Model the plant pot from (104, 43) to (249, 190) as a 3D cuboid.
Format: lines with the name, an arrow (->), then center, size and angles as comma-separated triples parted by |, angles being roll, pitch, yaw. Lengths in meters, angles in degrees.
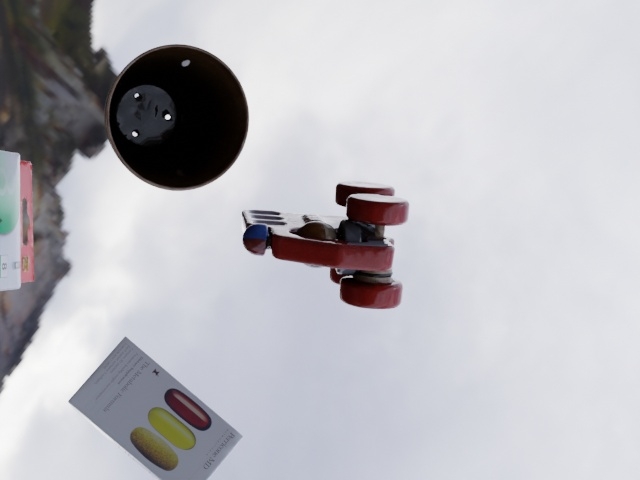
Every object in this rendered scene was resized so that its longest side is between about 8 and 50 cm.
plant pot -> -0.250, -0.193, 1.684 | 0.215, 0.215, 0.230 | -51, -159, -9

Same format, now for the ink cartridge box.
ink cartridge box -> -0.415, -0.025, 1.451 | 0.056, 0.181, 0.225 | 0, -179, 11

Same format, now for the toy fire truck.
toy fire truck -> 0.000, 0.000, 1.711 | 0.302, 0.254, 0.169 | -119, -148, -77

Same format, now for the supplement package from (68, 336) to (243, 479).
supplement package -> -0.262, 0.288, 1.714 | 0.139, 0.244, 0.134 | -50, 179, -16
